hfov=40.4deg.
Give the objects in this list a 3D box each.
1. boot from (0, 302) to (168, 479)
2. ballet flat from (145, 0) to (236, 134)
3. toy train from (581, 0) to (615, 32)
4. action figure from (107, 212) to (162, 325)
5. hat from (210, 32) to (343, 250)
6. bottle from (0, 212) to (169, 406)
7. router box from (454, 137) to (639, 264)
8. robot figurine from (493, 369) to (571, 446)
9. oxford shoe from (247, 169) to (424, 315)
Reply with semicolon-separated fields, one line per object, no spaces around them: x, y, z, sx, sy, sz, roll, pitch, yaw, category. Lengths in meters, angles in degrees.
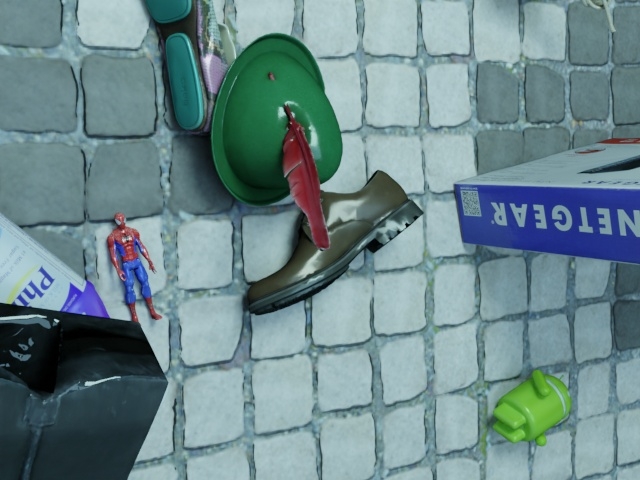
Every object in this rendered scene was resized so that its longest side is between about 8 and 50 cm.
-0.334;0.251;0.615;0.367;0.146;0.445;0;124;-45;boot
-0.126;-0.219;0.871;0.079;0.076;0.222;-28;113;-45;ballet flat
0.258;-0.356;1.049;0.105;0.143;0.248;-38;116;-14;toy train
-0.187;0.028;0.870;0.038;0.030;0.115;-19;101;-23;action figure
0.010;-0.096;0.861;0.173;0.183;0.209;16;90;-52;hat
-0.261;0.073;0.789;0.283;0.092;0.118;45;78;-25;bottle
0.381;-0.058;1.022;0.301;0.335;0.082;-16;102;-29;router box
0.279;0.218;1.135;0.115;0.067;0.101;-24;123;-28;robot figurine
0.000;0.000;0.961;0.227;0.083;0.096;-36;88;-22;oxford shoe
